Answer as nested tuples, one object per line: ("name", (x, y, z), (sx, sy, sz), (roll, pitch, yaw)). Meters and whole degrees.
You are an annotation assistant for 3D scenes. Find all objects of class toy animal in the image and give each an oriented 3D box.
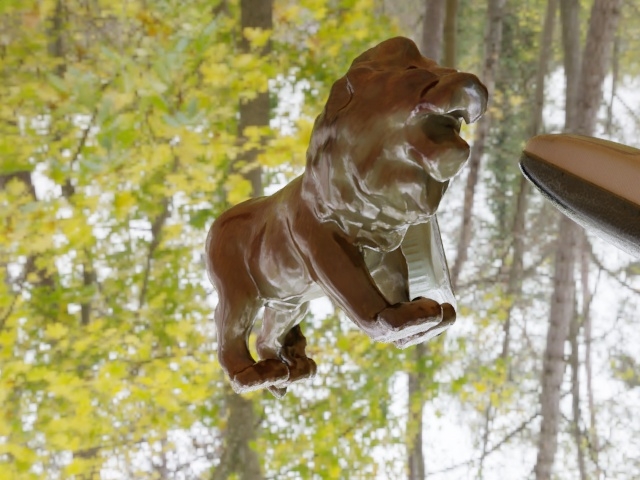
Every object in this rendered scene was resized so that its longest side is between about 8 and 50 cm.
("toy animal", (0.000, 0.000, 0.550), (0.097, 0.158, 0.312), (-6, 165, -35))

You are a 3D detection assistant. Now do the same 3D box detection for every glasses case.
("glasses case", (0.260, -0.014, 0.653), (0.122, 0.075, 0.314), (18, -168, -28))

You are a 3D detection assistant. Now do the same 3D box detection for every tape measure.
("tape measure", (0.072, -0.009, 0.984), (0.115, 0.207, 0.235), (-15, 162, 9))
